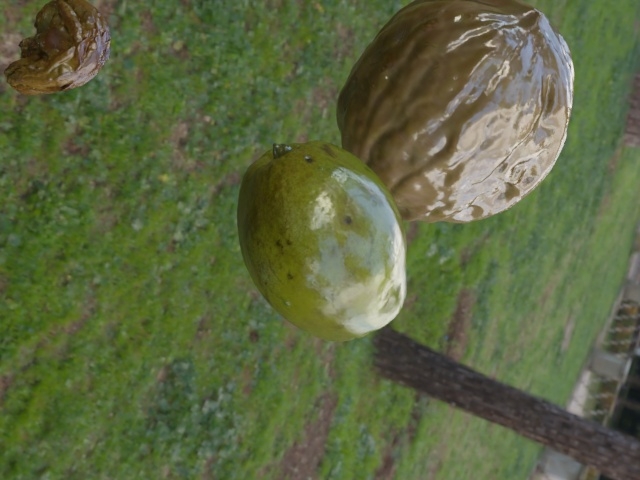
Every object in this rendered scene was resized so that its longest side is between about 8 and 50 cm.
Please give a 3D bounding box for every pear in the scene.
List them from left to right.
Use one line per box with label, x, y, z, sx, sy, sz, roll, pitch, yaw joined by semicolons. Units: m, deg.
pear;0.000;0.000;0.528;0.131;0.107;0.107;59;41;-11

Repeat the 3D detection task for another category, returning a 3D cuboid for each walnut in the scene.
walnut;0.118;-0.119;0.736;0.213;0.213;0.213;-45;144;-47

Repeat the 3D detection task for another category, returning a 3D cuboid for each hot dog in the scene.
hot dog;-0.146;-0.105;0.474;0.035;0.083;0.058;34;75;-32
